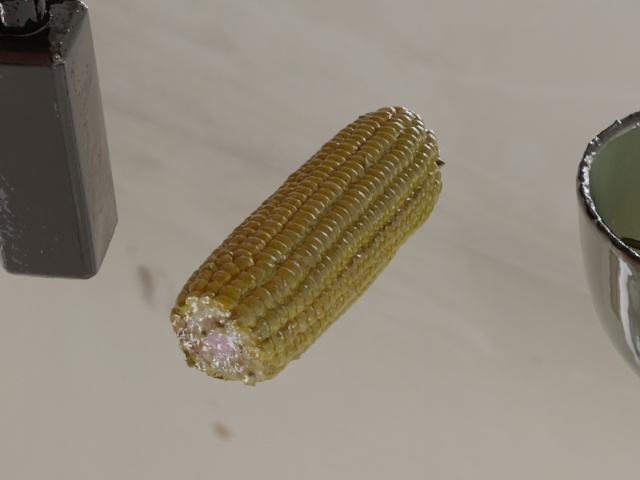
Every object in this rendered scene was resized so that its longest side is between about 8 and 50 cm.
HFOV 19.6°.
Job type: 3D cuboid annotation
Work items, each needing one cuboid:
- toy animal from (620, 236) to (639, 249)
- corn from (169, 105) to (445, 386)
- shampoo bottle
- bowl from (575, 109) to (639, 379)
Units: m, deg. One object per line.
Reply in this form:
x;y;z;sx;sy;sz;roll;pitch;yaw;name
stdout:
0.299;-0.025;1.392;0.155;0.219;0.095;10;-72;34;toy animal
0.000;0.000;1.098;0.081;0.081;0.248;-32;-170;42;corn
-0.203;-0.084;1.345;0.080;0.079;0.246;-77;168;-47;shampoo bottle
0.359;0.046;1.409;0.354;0.353;0.185;-126;-146;-51;bowl
